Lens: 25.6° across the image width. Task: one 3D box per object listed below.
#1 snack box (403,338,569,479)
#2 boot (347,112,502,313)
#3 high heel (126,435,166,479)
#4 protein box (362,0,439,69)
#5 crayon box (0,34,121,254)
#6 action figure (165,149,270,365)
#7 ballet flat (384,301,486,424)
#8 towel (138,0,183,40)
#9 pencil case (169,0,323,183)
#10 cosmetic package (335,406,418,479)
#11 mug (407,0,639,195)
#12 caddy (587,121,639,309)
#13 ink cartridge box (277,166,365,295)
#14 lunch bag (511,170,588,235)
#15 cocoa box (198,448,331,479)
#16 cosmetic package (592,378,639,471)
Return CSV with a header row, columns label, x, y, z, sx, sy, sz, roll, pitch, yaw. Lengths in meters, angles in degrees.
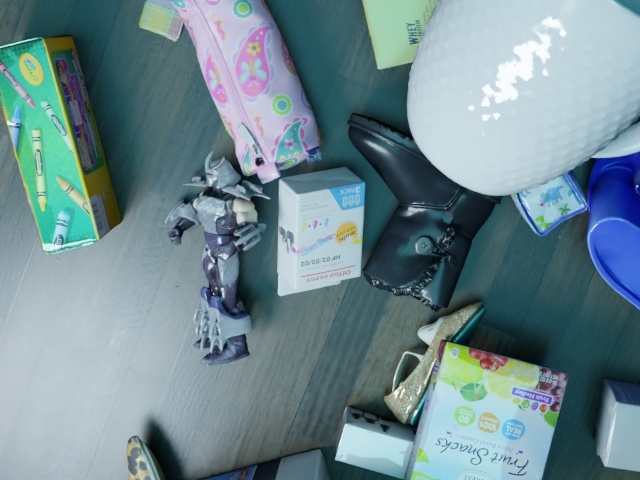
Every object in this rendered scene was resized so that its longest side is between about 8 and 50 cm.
label,x,y,z,sx,sy,sz,roll,pitch,yaw
snack box,0.222,0.255,1.898,0.174,0.070,0.207,14,89,-2
boot,0.108,-0.035,1.927,0.246,0.094,0.207,28,96,-8
high heel,-0.302,0.413,2.020,0.186,0.093,0.261,-13,108,-2
protein box,0.151,-0.346,1.853,0.201,0.136,0.200,-13,99,4
crayon box,-0.353,-0.134,1.897,0.081,0.165,0.278,-14,98,5
action figure,-0.138,0.018,1.918,0.099,0.185,0.285,-8,105,-26
ballet flat,0.154,0.161,1.976,0.067,0.073,0.206,34,96,20
towel,-0.212,-0.322,1.937,0.060,0.009,0.083,19,99,0
pencil case,-0.098,-0.223,1.893,0.124,0.124,0.284,-21,97,6
cosmetic package,0.143,0.301,1.981,0.239,0.099,0.060,16,100,-1
mug,0.300,-0.208,1.683,0.374,0.276,0.328,16,132,-28
caddy,0.513,-0.012,1.876,0.341,0.179,0.241,38,123,-4
ink cartridge box,0.000,0.000,1.914,0.104,0.061,0.181,-11,120,-24
lunch bag,0.287,-0.096,1.892,0.096,0.129,0.151,-33,95,8
cocoa box,-0.084,0.462,1.892,0.228,0.347,0.231,-16,99,6
cosmetic package,0.505,0.267,1.946,0.238,0.127,0.107,11,100,-1
